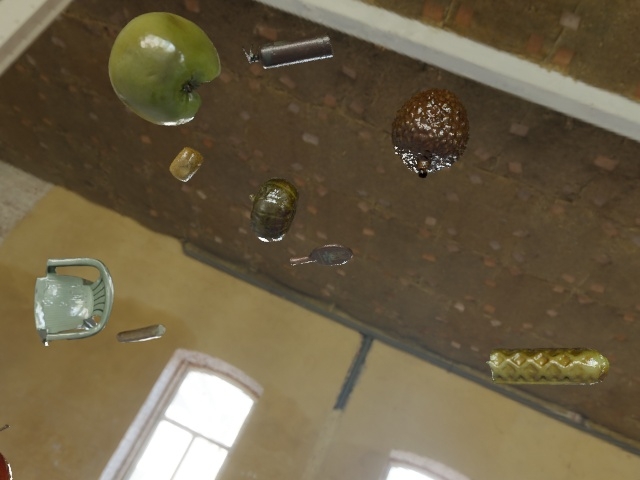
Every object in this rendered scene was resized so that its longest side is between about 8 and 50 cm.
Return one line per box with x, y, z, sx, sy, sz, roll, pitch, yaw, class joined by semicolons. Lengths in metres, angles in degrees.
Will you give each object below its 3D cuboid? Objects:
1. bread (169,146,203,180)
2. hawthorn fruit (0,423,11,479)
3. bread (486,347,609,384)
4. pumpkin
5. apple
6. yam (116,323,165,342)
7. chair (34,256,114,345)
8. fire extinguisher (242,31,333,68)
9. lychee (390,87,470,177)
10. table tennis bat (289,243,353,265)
-0.446;-0.251;2.044;0.082;0.115;0.056;42;6;-26;bread
-0.765;0.496;1.302;0.242;0.271;0.241;19;-45;21;hawthorn fruit
0.535;0.297;1.452;0.270;0.087;0.098;-5;-55;24;bread
-0.162;-0.106;2.008;0.163;0.218;0.219;22;-27;3;pumpkin
-0.429;-0.476;1.663;0.258;0.295;0.233;37;-4;33;apple
-0.398;0.207;1.360;0.146;0.032;0.032;-14;-46;36;yam
-0.627;0.157;1.571;0.191;0.203;0.275;-1;-12;-18;chair
-0.099;-0.563;1.813;0.268;0.089;0.072;-8;-16;9;fire extinguisher
0.252;-0.246;1.427;0.200;0.238;0.200;15;-25;7;lychee
0.000;0.000;1.658;0.170;0.119;0.107;-9;-31;11;table tennis bat
